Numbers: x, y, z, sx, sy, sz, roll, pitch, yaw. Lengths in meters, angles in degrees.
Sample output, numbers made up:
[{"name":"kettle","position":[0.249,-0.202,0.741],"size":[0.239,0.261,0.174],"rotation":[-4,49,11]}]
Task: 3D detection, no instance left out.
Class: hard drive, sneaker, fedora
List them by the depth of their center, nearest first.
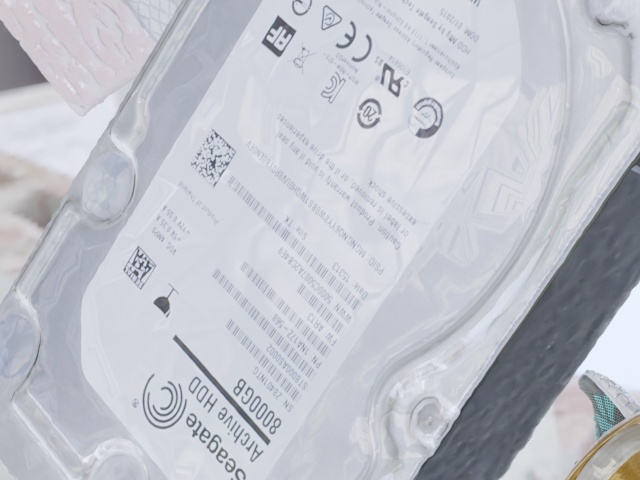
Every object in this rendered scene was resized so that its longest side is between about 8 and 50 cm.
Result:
[{"name":"hard drive","position":[0.000,0.000,0.729],"size":[0.064,0.339,0.237],"rotation":[15,-157,-49]},{"name":"fedora","position":[0.312,0.253,1.785],"size":[0.194,0.194,0.079],"rotation":[-19,-131,-33]},{"name":"sneaker","position":[0.323,0.205,1.984],"size":[0.076,0.065,0.166],"rotation":[-49,-143,6]}]

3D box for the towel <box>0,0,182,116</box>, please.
[{"name":"towel","position":[-0.240,-0.280,1.536],"size":[0.053,0.332,0.317],"rotation":[-40,-170,-30]}]
